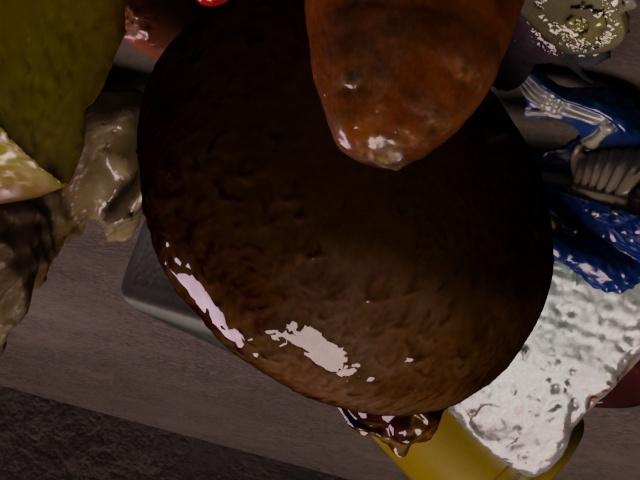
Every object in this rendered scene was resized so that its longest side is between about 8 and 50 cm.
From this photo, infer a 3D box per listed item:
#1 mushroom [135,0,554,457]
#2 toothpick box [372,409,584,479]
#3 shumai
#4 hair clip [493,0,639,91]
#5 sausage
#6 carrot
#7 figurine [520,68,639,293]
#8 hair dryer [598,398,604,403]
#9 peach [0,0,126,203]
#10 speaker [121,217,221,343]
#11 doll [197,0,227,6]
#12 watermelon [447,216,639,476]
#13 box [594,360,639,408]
[{"bbox_3d":[0.000,-0.022,1.365,0.334,0.331,0.356,2,164,-33],"label":"mushroom"},{"bbox_3d":[0.119,0.151,1.902,0.271,0.175,0.175,45,161,-1],"label":"toothpick box"},{"bbox_3d":[-0.271,-0.085,1.615,0.262,0.314,0.267,-30,-171,-8],"label":"shumai"},{"bbox_3d":[0.147,-0.162,1.272,0.146,0.056,0.187,-12,150,40],"label":"hair clip"},{"bbox_3d":[-0.093,-0.137,1.489,0.078,0.078,0.304,7,165,14],"label":"sausage"},{"bbox_3d":[0.061,-0.144,1.093,0.159,0.225,0.159,8,160,3],"label":"carrot"},{"bbox_3d":[0.245,-0.043,1.491,0.262,0.164,0.121,19,-157,9],"label":"figurine"},{"bbox_3d":[0.250,0.174,2.028,0.114,0.037,0.063,-2,160,9],"label":"hair dryer"},{"bbox_3d":[-0.322,-0.187,1.140,0.306,0.242,0.380,-1,161,30],"label":"peach"},{"bbox_3d":[-0.038,0.030,1.751,0.184,0.183,0.406,21,175,-21],"label":"speaker"},{"bbox_3d":[-0.112,-0.232,0.889,0.310,0.240,0.284,15,-148,40],"label":"doll"},{"bbox_3d":[0.194,0.086,1.715,0.228,0.258,0.387,13,172,-25],"label":"watermelon"},{"bbox_3d":[0.188,0.106,2.082,0.404,0.108,0.263,5,164,19],"label":"box"}]
